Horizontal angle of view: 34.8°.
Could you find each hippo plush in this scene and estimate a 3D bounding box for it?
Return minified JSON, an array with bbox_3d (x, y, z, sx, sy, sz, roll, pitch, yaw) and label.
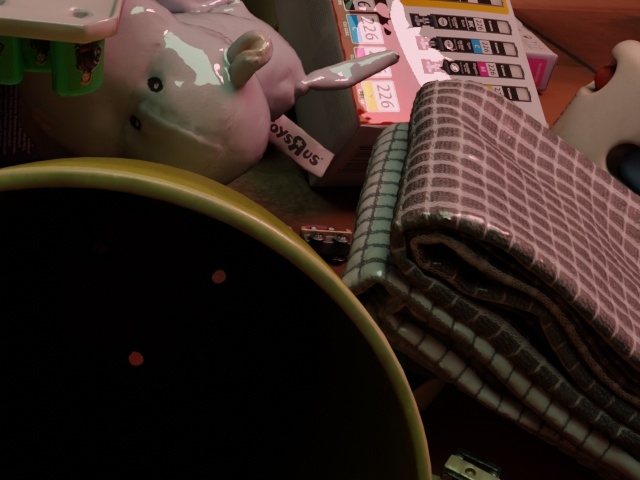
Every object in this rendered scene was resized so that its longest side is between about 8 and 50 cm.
[{"bbox_3d":[-0.119,-0.089,0.758,0.294,0.234,0.236,29,22,-12],"label":"hippo plush"}]

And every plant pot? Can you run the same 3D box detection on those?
[{"bbox_3d":[-0.101,0.068,0.527,0.274,0.275,0.293,9,15,-6],"label":"plant pot"}]

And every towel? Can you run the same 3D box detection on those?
[{"bbox_3d":[0.160,0.026,0.705,0.283,0.121,0.235,34,28,-12],"label":"towel"}]

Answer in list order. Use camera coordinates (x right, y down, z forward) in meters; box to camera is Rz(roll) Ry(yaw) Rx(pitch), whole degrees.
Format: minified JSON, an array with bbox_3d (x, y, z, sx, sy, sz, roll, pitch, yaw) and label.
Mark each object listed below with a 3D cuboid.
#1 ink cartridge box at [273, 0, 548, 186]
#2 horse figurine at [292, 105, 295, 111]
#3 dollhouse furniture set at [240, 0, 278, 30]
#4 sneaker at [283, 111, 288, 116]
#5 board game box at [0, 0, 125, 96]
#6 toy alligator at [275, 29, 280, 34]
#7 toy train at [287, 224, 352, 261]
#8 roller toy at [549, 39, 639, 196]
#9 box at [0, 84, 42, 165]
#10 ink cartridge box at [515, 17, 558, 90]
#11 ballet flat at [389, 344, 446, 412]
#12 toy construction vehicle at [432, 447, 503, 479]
[{"bbox_3d":[0.105,-0.219,1.032,0.271,0.130,0.310,-3,69,-24],"label":"ink cartridge box"},{"bbox_3d":[0.039,-0.170,1.133,0.174,0.066,0.263,27,39,17],"label":"horse figurine"},{"bbox_3d":[-0.168,-0.329,1.162,0.242,0.161,0.212,15,35,22],"label":"dollhouse furniture set"},{"bbox_3d":[-0.149,-0.190,1.002,0.271,0.100,0.108,36,-3,10],"label":"sneaker"},{"bbox_3d":[-0.305,-0.214,0.641,0.389,0.050,0.390,5,36,-7],"label":"board game box"},{"bbox_3d":[-0.069,-0.242,1.225,0.056,0.051,0.190,8,31,-6],"label":"toy alligator"},{"bbox_3d":[0.000,0.000,0.872,0.158,0.027,0.036,2,28,-17],"label":"toy train"},{"bbox_3d":[0.323,-0.088,0.990,0.191,0.146,0.209,20,26,-39],"label":"roller toy"},{"bbox_3d":[-0.304,-0.148,0.930,0.207,0.108,0.153,-11,37,-35],"label":"box"},{"bbox_3d":[0.127,-0.264,1.325,0.311,0.065,0.186,3,32,-19],"label":"ink cartridge box"},{"bbox_3d":[0.053,0.073,0.725,0.087,0.083,0.247,34,30,4],"label":"ballet flat"},{"bbox_3d":[0.068,0.166,0.621,0.098,0.035,0.086,22,43,21],"label":"toy construction vehicle"}]
